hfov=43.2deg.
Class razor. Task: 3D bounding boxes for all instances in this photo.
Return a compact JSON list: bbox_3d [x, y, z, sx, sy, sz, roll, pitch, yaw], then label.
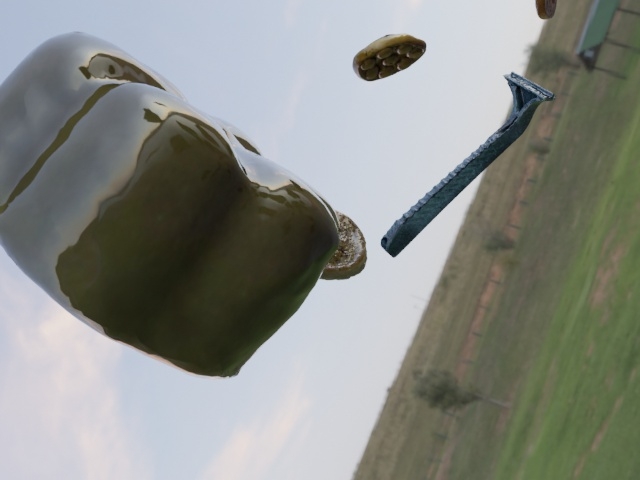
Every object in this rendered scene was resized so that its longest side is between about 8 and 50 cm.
[{"bbox_3d":[0.123,-0.058,0.694,0.190,0.066,0.033,-48,-56,7],"label":"razor"}]

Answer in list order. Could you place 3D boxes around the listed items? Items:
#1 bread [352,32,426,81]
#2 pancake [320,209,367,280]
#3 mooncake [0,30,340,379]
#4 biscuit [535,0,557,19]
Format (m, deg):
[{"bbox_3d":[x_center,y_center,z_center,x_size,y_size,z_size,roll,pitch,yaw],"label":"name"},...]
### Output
[{"bbox_3d":[0.094,-0.252,1.113,0.110,0.110,0.024,19,-130,-74],"label":"bread"},{"bbox_3d":[0.000,0.000,1.224,0.158,0.158,0.028,-53,-9,-47],"label":"pancake"},{"bbox_3d":[-0.199,-0.051,1.001,0.262,0.467,0.467,-51,-15,5],"label":"mooncake"},{"bbox_3d":[0.257,-0.292,0.920,0.091,0.015,0.078,-17,-69,-64],"label":"biscuit"}]
